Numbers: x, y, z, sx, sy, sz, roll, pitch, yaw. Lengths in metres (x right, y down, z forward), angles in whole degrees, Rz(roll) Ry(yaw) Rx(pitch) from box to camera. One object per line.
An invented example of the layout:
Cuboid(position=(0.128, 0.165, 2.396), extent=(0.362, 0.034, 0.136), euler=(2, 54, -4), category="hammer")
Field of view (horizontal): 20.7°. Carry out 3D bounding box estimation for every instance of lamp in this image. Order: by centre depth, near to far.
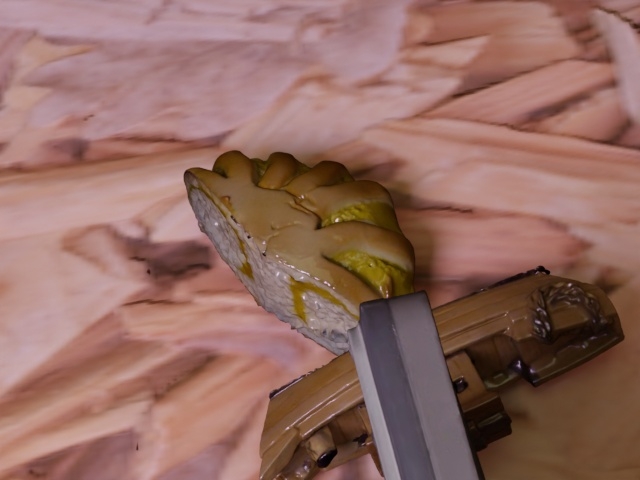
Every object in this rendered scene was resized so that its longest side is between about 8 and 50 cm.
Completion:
Cuboid(position=(0.072, 0.186, 0.757), extent=(0.047, 0.266, 0.269), euler=(-14, 61, -1), category="lamp")

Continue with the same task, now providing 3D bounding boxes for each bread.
Cuboid(position=(0.000, 0.000, 0.979), extent=(0.094, 0.083, 0.157), euler=(-26, 60, -16), category="bread")

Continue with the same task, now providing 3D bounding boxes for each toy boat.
Cuboid(position=(0.062, 0.082, 0.924), extent=(0.206, 0.064, 0.072), euler=(-27, 50, -1), category="toy boat")
